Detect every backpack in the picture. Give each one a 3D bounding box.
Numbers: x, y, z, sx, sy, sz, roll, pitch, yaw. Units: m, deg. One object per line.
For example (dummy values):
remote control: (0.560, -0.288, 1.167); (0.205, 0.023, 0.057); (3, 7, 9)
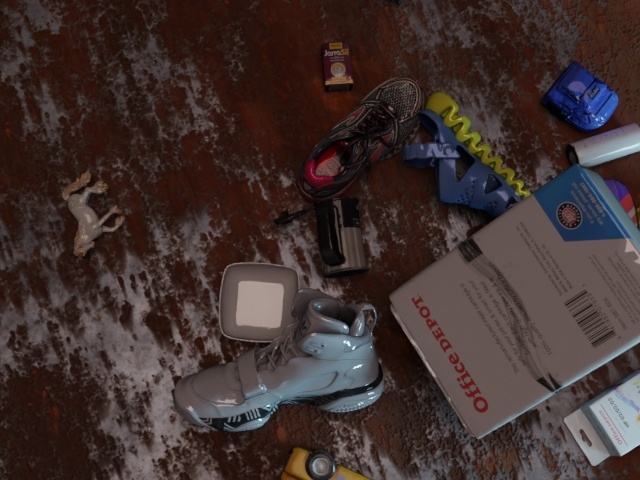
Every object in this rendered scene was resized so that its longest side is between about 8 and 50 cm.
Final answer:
backpack: (0.488, -0.261, 1.892); (0.120, 0.101, 0.098); (40, 87, 1)

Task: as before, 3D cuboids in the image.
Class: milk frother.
milk frother: (0.000, 0.000, 1.830); (0.143, 0.129, 0.134); (-16, 76, 38)

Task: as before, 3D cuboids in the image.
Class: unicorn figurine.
unicorn figurine: (-0.413, -0.038, 1.832); (0.111, 0.060, 0.162); (-30, 66, -7)

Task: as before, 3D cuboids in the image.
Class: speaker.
speaker: (0.532, -0.175, 1.899); (0.136, 0.055, 0.055); (-19, 81, -6)

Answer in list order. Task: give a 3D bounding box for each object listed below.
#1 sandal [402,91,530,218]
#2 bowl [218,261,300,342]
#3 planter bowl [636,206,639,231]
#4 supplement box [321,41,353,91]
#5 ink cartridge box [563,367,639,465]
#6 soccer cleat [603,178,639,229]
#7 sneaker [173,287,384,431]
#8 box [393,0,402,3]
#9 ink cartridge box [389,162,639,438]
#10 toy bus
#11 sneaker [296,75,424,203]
sandal: (0.265, -0.112, 1.846); (0.138, 0.126, 0.317); (-39, 78, -6)
bowl: (-0.109, 0.113, 1.815); (0.142, 0.053, 0.141); (4, 79, -3)
planter bowl: (0.652, 0.023, 1.850); (0.217, 0.090, 0.217); (0, 79, -2)
supplement box: (0.032, -0.325, 1.909); (0.055, 0.043, 0.083); (-5, 79, -2)
ink cartridge box: (0.538, 0.311, 1.804); (0.181, 0.061, 0.104); (-31, 82, -8)
soccer cleat: (0.494, 0.034, 1.814); (0.109, 0.116, 0.318); (7, 79, 30)
sneaker: (-0.071, 0.195, 1.711); (0.366, 0.210, 0.137); (-6, 39, -8)
box: (0.070, -0.576, 1.898); (0.247, 0.163, 0.142); (22, 76, 1)
ink cartridge box: (0.357, 0.103, 1.688); (0.395, 0.166, 0.285); (-37, 74, 21)
toy bus: (0.084, 0.466, 1.731); (0.333, 0.108, 0.130); (24, 81, 1)
sneaker: (0.083, -0.184, 1.851); (0.121, 0.112, 0.299); (42, 80, 5)
